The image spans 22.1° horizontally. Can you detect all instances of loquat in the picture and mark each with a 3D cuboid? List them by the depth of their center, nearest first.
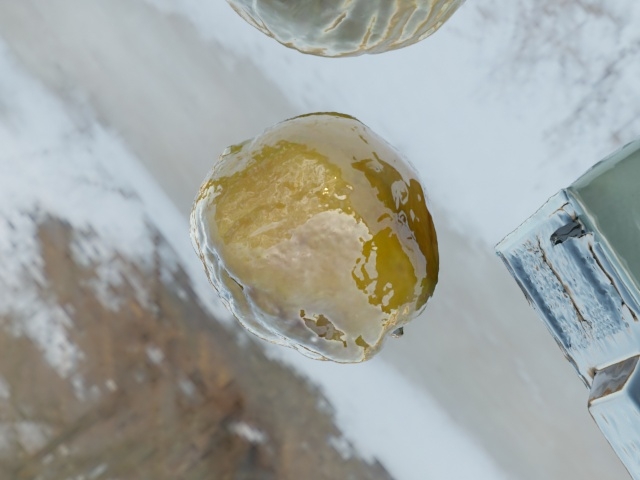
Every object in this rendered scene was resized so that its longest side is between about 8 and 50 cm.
[{"bbox_3d":[0.000,0.000,0.857,0.137,0.137,0.113,52,-177,-3],"label":"loquat"}]

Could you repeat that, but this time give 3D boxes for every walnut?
[{"bbox_3d":[0.035,-0.334,1.495,0.333,0.333,0.333,47,165,17],"label":"walnut"}]

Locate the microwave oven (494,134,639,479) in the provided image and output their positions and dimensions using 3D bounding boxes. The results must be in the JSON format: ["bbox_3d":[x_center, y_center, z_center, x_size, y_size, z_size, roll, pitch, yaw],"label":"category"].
[{"bbox_3d":[0.320,0.072,1.055,0.355,0.286,0.218,56,167,5],"label":"microwave oven"}]
